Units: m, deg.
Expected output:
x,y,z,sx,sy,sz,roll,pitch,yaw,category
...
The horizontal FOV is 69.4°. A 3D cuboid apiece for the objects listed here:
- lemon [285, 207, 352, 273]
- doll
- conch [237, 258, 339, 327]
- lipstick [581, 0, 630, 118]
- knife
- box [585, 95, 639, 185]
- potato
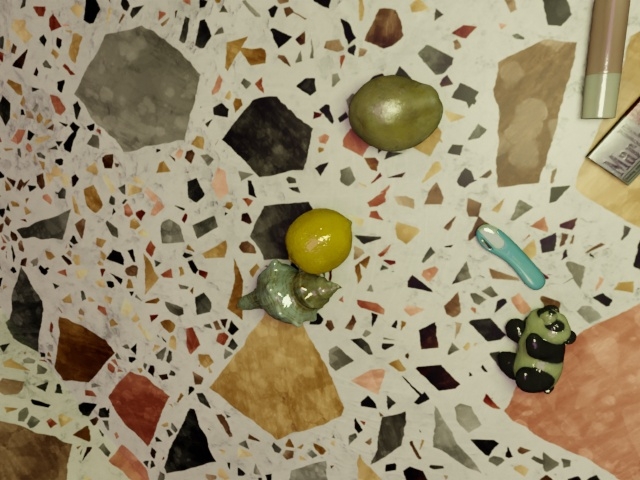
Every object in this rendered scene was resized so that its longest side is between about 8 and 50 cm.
x,y,z,sx,sy,sz,roll,pitch,yaw,category
0.000,0.000,1.277,0.203,0.178,0.178,-31,91,1,lemon
0.548,0.276,1.171,0.135,0.143,0.234,4,103,-6,doll
-0.116,0.155,1.357,0.386,0.169,0.203,-10,86,20,conch
0.629,-0.400,1.021,0.070,0.070,0.255,4,103,19,lipstick
0.491,0.042,1.190,0.222,0.031,0.064,45,108,2,knife
0.714,-0.228,1.047,0.115,0.036,0.177,39,112,8,box
0.187,-0.316,1.153,0.235,0.160,0.178,-9,138,7,potato
